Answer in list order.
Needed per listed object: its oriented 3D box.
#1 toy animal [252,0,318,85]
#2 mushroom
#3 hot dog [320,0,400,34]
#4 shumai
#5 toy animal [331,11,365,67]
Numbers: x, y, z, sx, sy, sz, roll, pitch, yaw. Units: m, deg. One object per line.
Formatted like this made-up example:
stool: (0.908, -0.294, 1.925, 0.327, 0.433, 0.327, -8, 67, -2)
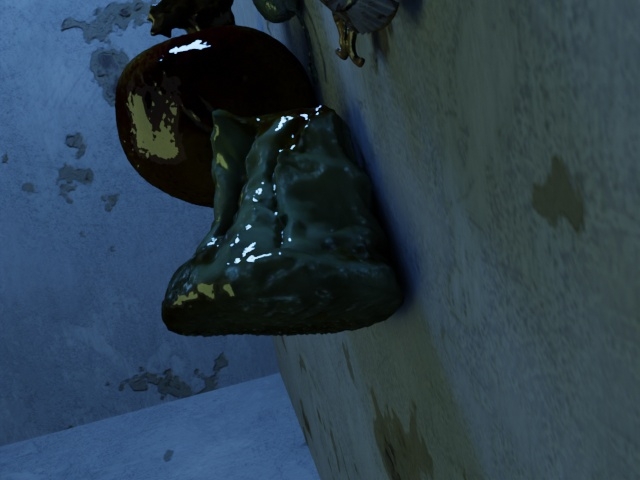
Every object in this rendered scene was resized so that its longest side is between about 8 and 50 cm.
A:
toy animal: (-0.051, -0.358, 1.466, 0.079, 0.070, 0.253, 39, -166, -52)
mushroom: (-0.197, -0.238, 1.593, 0.356, 0.331, 0.334, 51, 166, 55)
hot dog: (0.024, -0.305, 0.950, 0.131, 0.069, 0.253, -65, 34, 36)
shumai: (-0.058, -0.027, 1.290, 0.397, 0.323, 0.324, 138, 132, -75)
toy animal: (0.015, -0.315, 1.082, 0.099, 0.056, 0.241, 96, 159, -66)
